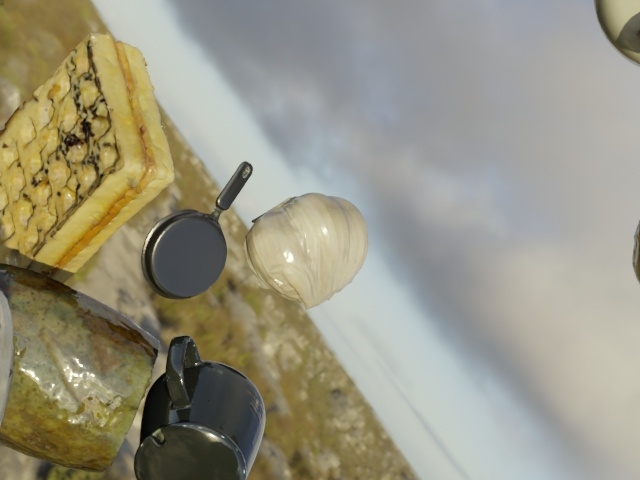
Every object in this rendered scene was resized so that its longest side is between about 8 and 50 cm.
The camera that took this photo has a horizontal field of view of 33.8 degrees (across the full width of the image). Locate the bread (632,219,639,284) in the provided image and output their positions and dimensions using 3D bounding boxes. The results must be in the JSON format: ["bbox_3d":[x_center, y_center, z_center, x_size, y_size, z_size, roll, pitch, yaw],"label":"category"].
[{"bbox_3d":[0.662,0.024,1.538,0.394,0.250,0.361,11,15,33],"label":"bread"}]

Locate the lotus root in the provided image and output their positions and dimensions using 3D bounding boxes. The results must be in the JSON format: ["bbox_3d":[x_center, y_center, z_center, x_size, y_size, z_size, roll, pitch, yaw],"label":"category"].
[{"bbox_3d":[-0.412,0.165,1.473,0.346,0.250,0.250,30,1,-9],"label":"lotus root"}]

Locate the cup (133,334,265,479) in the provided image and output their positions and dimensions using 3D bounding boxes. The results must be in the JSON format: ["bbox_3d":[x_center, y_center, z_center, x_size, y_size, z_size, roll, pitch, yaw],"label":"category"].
[{"bbox_3d":[-0.169,0.241,1.402,0.176,0.169,0.223,-79,158,-63],"label":"cup"}]

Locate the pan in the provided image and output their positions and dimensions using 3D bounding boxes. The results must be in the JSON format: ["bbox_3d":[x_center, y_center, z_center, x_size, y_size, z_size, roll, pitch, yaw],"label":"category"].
[{"bbox_3d":[-0.165,-0.018,1.529,0.136,0.235,0.028,42,-14,-36],"label":"pan"}]

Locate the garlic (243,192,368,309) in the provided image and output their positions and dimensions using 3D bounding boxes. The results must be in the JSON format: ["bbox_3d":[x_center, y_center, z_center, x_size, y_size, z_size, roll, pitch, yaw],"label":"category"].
[{"bbox_3d":[0.000,0.000,1.691,0.229,0.143,0.178,-21,80,-49],"label":"garlic"}]

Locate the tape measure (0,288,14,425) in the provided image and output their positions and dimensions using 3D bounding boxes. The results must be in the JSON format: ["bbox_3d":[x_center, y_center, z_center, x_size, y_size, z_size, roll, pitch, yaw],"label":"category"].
[{"bbox_3d":[-0.340,0.132,0.940,0.120,0.236,0.197,11,4,-1],"label":"tape measure"}]

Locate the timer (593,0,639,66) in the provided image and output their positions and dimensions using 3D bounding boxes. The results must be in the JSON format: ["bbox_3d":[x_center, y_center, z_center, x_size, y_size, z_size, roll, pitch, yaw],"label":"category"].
[{"bbox_3d":[0.508,-0.349,1.489,0.233,0.233,0.240,53,17,8],"label":"timer"}]

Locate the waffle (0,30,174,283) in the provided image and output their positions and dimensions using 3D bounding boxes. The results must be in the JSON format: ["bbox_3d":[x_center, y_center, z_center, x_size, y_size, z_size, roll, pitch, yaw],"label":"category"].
[{"bbox_3d":[-0.382,-0.105,1.605,0.114,0.376,0.261,10,54,-44],"label":"waffle"}]
